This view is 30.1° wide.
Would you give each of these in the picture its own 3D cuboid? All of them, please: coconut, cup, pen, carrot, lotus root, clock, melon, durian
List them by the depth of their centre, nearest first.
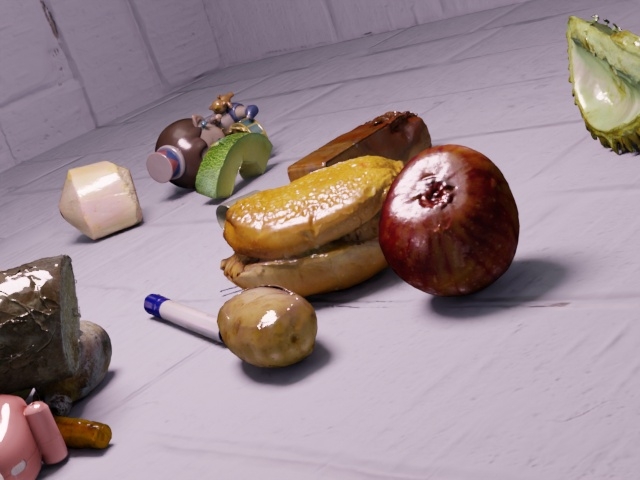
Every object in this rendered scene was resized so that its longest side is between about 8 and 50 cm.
[{"bbox_3d":[-0.380,0.239,1.274,0.166,0.093,0.162,-8,22,33],"label":"clock"},{"bbox_3d":[-0.299,0.218,1.350,0.170,0.042,0.042,-2,23,38],"label":"carrot"},{"bbox_3d":[-0.316,0.160,1.492,0.088,0.088,0.165,-12,29,24],"label":"lotus root"},{"bbox_3d":[-0.177,0.104,1.601,0.033,0.033,0.269,-27,17,-25],"label":"pen"},{"bbox_3d":[0.468,-0.232,1.678,0.163,0.198,0.394,-19,17,-4],"label":"durian"},{"bbox_3d":[-0.125,-0.051,2.027,0.075,0.054,0.083,-3,20,47],"label":"cup"},{"bbox_3d":[-0.434,-0.077,2.323,0.152,0.147,0.147,-17,15,-5],"label":"coconut"},{"bbox_3d":[-0.169,-0.154,2.339,0.064,0.118,0.209,7,15,30],"label":"melon"}]

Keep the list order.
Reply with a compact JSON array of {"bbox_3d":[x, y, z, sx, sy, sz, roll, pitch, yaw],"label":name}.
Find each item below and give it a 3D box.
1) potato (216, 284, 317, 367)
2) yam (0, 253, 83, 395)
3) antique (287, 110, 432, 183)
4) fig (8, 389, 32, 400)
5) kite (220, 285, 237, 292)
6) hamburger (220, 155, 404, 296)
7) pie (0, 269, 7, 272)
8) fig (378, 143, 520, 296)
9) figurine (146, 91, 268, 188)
[{"bbox_3d":[-0.062,0.100,1.386,0.107,0.080,0.170,-33,16,-18],"label":"potato"},{"bbox_3d":[-0.391,0.111,1.375,0.254,0.154,0.154,-12,12,-21],"label":"yam"},{"bbox_3d":[0.074,-0.139,2.019,0.087,0.093,0.310,-5,20,40],"label":"antique"},{"bbox_3d":[-0.429,0.189,1.457,0.149,0.149,0.245,-17,27,7],"label":"fig"},{"bbox_3d":[-0.067,0.032,1.758,0.160,0.010,0.183,-13,20,9],"label":"kite"},{"bbox_3d":[0.000,0.000,1.553,0.283,0.144,0.156,-20,25,3],"label":"hamburger"},{"bbox_3d":[-0.611,0.125,1.944,0.308,0.085,0.308,-17,15,5],"label":"pie"},{"bbox_3d":[0.160,-0.002,1.402,0.175,0.207,0.175,-10,54,13],"label":"fig"},{"bbox_3d":[-0.245,-0.190,2.482,0.275,0.161,0.158,-30,55,-28],"label":"figurine"}]
